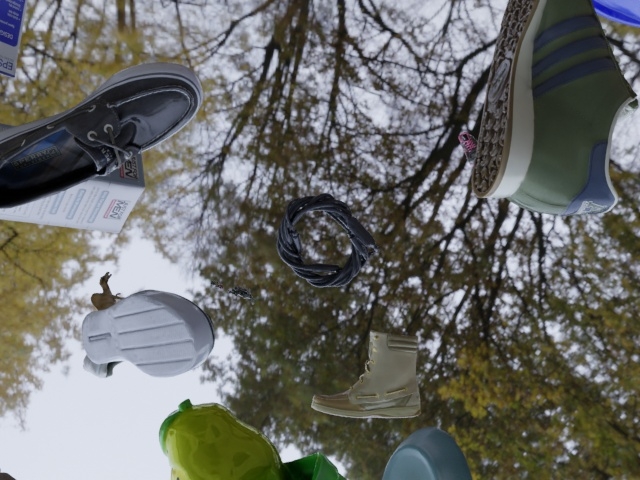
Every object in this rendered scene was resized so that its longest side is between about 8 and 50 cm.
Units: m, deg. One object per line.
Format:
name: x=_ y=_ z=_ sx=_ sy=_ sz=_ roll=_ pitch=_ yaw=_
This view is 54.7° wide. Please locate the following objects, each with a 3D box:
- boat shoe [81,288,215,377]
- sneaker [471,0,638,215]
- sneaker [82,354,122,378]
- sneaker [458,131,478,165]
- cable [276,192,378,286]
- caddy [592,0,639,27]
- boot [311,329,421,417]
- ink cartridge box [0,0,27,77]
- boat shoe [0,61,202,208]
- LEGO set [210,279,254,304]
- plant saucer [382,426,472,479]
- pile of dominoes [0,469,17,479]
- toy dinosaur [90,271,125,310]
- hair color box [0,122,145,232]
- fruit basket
boat shoe: x=-0.240 y=0.125 z=0.922 sx=0.119 sy=0.121 sz=0.335 roll=-13 pitch=-175 yaw=-43
sneaker: x=0.156 y=-0.099 z=0.393 sx=0.086 sy=0.064 sz=0.192 roll=18 pitch=-111 yaw=-4
sneaker: x=-0.364 y=0.187 z=1.138 sx=0.061 sy=0.054 sz=0.152 roll=21 pitch=-112 yaw=31
sneaker: x=0.323 y=-0.201 z=1.334 sx=0.057 sy=0.047 sz=0.119 roll=48 pitch=-164 yaw=-20
cable: x=0.000 y=0.000 z=1.069 sx=0.184 sy=0.150 sz=0.047 roll=43 pitch=-157 yaw=-25
caddy: x=0.342 y=-0.337 z=0.587 sx=0.341 sy=0.179 sz=0.241 roll=11 pitch=-175 yaw=-31
boot: x=0.110 y=0.318 z=1.488 sx=0.261 sy=0.095 sz=0.204 roll=1 pitch=-96 yaw=0
ink cartridge box: x=-0.701 y=-0.506 z=1.190 sx=0.072 sy=0.307 sz=0.303 roll=14 pitch=-177 yaw=19
boat shoe: x=-0.214 y=-0.091 z=0.574 sx=0.228 sy=0.080 sz=0.076 roll=-20 pitch=-135 yaw=-2
LEGO set: x=-0.150 y=0.084 z=1.082 sx=0.083 sy=0.054 sz=0.023 roll=28 pitch=-101 yaw=-7
plant saucer: x=0.079 y=0.212 z=0.503 sx=0.021 sy=0.119 sz=0.119 roll=14 pitch=-141 yaw=-24
pile of dominoes: x=-0.320 y=0.292 z=0.551 sx=0.251 sy=0.040 sz=0.196 roll=26 pitch=-170 yaw=18
toy dinosaur: x=-0.463 y=0.151 z=1.358 sx=0.092 sy=0.053 sz=0.183 roll=32 pitch=-157 yaw=-33
hair color box: x=-0.593 y=-0.131 z=1.333 sx=0.374 sy=0.185 sz=0.114 roll=8 pitch=-127 yaw=-34
fruit basket: x=-0.110 y=0.425 z=0.924 sx=0.392 sy=0.392 sz=0.283 roll=20 pitch=-123 yaw=5
